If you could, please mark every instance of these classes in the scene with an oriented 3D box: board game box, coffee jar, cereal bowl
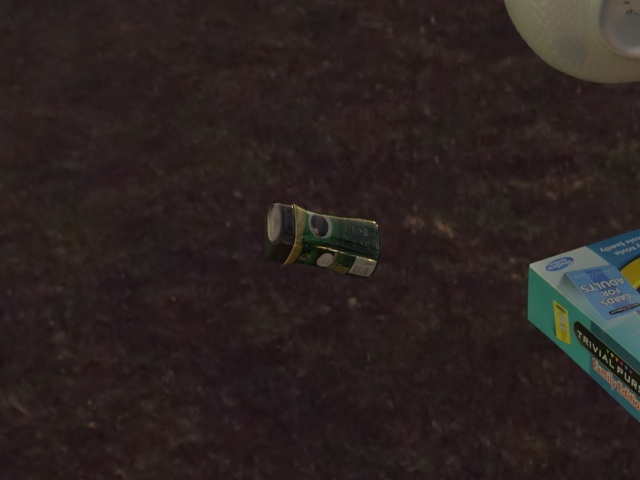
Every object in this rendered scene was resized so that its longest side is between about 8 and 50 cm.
[{"bbox_3d":[0.405,0.096,1.061,0.253,0.079,0.336,-17,33,-17],"label":"board game box"},{"bbox_3d":[0.000,0.000,1.691,0.184,0.079,0.096,12,51,-18],"label":"coffee jar"},{"bbox_3d":[0.418,-0.341,1.402,0.338,0.339,0.141,-12,43,2],"label":"cereal bowl"}]
